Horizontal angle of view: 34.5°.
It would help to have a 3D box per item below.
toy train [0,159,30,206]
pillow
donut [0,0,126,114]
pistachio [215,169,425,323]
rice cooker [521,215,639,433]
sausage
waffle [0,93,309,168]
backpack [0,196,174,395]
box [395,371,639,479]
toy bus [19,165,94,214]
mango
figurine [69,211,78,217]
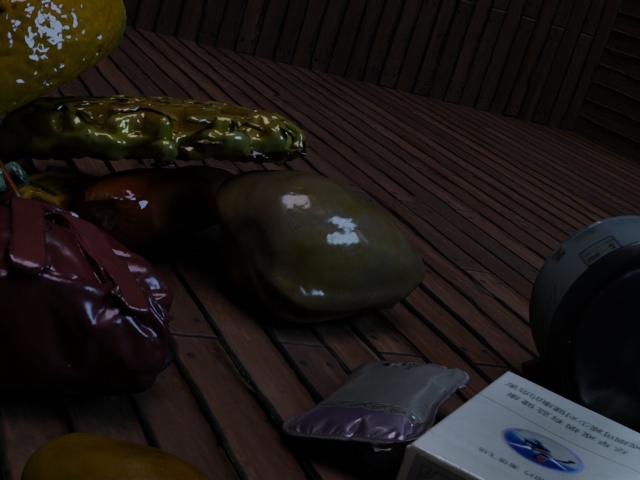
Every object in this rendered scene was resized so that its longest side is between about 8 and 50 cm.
[{"bbox_3d":[-0.354,-0.022,0.937,0.074,0.176,0.118,61,1,-1],"label":"toy train"},{"bbox_3d":[0.060,0.148,0.957,0.131,0.038,0.233,-2,9,22],"label":"pillow"},{"bbox_3d":[-0.389,-0.228,1.204,0.435,0.163,0.378,-13,19,46],"label":"donut"},{"bbox_3d":[0.000,0.000,1.211,0.260,0.163,0.212,5,54,-42],"label":"pistachio"},{"bbox_3d":[0.351,0.100,1.107,0.281,0.241,0.227,-19,11,4],"label":"rice cooker"},{"bbox_3d":[-0.190,-0.045,1.276,0.097,0.094,0.348,9,8,17],"label":"sausage"},{"bbox_3d":[-0.206,-0.135,1.295,0.380,0.095,0.382,2,7,-9],"label":"waffle"},{"bbox_3d":[-0.232,0.040,0.871,0.229,0.139,0.229,17,20,-6],"label":"backpack"},{"bbox_3d":[0.185,0.204,0.890,0.164,0.069,0.256,24,17,23],"label":"box"},{"bbox_3d":[-0.312,-0.036,1.168,0.074,0.069,0.162,21,16,11],"label":"toy bus"},{"bbox_3d":[-0.130,0.171,0.650,0.163,0.089,0.111,14,2,25],"label":"mango"},{"bbox_3d":[-0.349,-0.014,1.067,0.187,0.083,0.083,2,22,-26],"label":"figurine"}]
